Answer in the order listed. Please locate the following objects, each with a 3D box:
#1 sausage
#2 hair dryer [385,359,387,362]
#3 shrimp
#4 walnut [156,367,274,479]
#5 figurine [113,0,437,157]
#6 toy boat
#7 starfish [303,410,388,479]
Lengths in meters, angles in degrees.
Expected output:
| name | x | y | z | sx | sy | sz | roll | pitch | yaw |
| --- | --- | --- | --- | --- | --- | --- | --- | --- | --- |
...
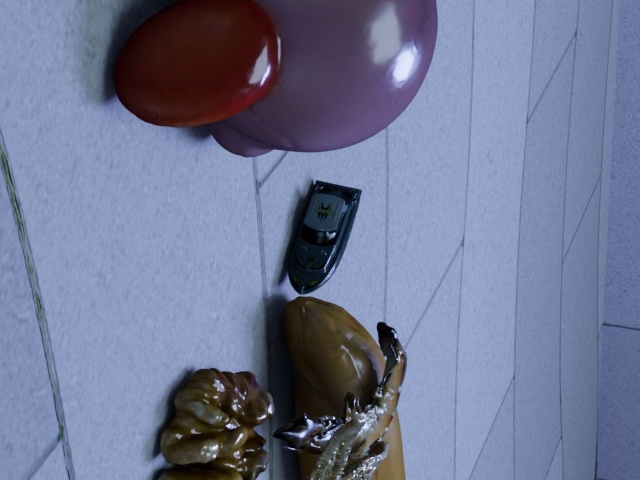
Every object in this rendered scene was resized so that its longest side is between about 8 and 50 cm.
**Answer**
| name | x | y | z | sx | sy | sz | roll | pitch | yaw |
| --- | --- | --- | --- | --- | --- | --- | --- | --- | --- |
| sausage | 0.027 | 0.194 | 1.702 | 0.134 | 0.116 | 0.354 | -125 | -159 | -47 |
| hair dryer | 0.083 | 0.200 | 2.021 | 0.063 | 0.038 | 0.124 | 74 | 23 | -54 |
| shrimp | 0.028 | 0.150 | 1.547 | 0.195 | 0.035 | 0.148 | 11 | 106 | -56 |
| walnut | -0.091 | 0.189 | 1.448 | 0.170 | 0.069 | 0.143 | -26 | 124 | -64 |
| figurine | -0.012 | -0.184 | 1.291 | 0.261 | 0.211 | 0.270 | 44 | 57 | -67 |
| toy boat | 0.000 | 0.000 | 1.647 | 0.060 | 0.055 | 0.141 | 82 | 24 | -58 |
| starfish | -0.015 | 0.279 | 1.527 | 0.295 | 0.048 | 0.231 | -56 | 153 | 14 |
